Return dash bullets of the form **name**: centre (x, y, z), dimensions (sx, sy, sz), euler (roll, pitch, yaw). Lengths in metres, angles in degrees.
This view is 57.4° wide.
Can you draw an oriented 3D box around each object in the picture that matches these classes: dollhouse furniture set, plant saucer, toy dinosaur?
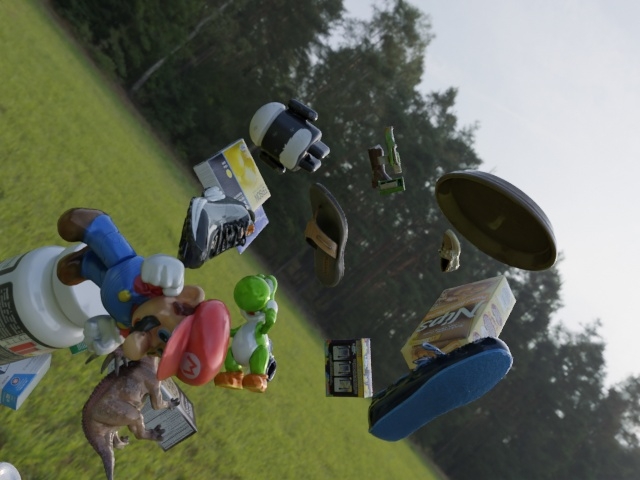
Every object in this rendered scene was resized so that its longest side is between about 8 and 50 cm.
- **dollhouse furniture set**: centre (0.146, -0.174, 1.301), dimensions (0.151, 0.059, 0.076), euler (69, 14, -44)
- **plant saucer**: centre (0.352, -0.044, 1.169), dimensions (0.278, 0.041, 0.278), euler (39, -14, 12)
- **toy dinosaur**: centre (-0.376, 0.281, 1.092), dimensions (0.127, 0.295, 0.200), euler (0, -37, 34)

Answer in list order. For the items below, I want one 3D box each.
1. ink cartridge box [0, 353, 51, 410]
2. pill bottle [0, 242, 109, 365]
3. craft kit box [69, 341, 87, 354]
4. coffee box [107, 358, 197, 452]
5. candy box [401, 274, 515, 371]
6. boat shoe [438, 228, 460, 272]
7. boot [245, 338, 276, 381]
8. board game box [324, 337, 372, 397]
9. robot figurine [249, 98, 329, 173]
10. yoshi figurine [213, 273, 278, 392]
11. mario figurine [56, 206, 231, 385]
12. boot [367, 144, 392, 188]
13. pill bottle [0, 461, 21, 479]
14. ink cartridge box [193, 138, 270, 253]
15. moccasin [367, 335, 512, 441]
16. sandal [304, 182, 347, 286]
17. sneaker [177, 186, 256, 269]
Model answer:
- **ink cartridge box**: centre (-0.805, 0.315, 1.470), dimensions (0.191, 0.139, 0.082), euler (28, -48, -6)
- **pill bottle**: centre (-0.585, 0.130, 1.191), dimensions (0.210, 0.363, 0.210), euler (-16, 90, -71)
- **craft kit box**: centre (-0.685, 0.154, 1.545), dimensions (0.247, 0.061, 0.249), euler (12, -59, 65)
- **coffee box**: centre (-0.507, 0.467, 1.770), dimensions (0.297, 0.119, 0.168), euler (60, -7, -23)
- **candy box**: centre (0.350, 0.209, 1.457), dimensions (0.183, 0.316, 0.087), euler (-21, -79, 38)
- **boat shoe**: centre (0.333, 0.032, 1.526), dimensions (0.050, 0.045, 0.135), euler (48, -22, 49)
- **boot**: centre (-0.174, 0.392, 1.914), dimensions (0.069, 0.086, 0.190), euler (55, 33, -30)
- **board game box**: centre (0.081, 0.380, 1.746), dimensions (0.141, 0.170, 0.048), euler (-9, -13, 35)
- **robot figurine**: centre (-0.107, -0.348, 1.992), dimensions (0.278, 0.209, 0.173), euler (35, -13, 2)
- **yoshi figurine**: centre (-0.218, 0.256, 1.740), dimensions (0.204, 0.362, 0.203), euler (16, -23, -17)
- **mario figurine**: centre (-0.260, 0.085, 0.787), dimensions (0.320, 0.170, 0.198), euler (33, -18, 25)
- **boot**: centre (0.162, -0.193, 1.513), dimensions (0.106, 0.037, 0.114), euler (3, -81, 53)
- **pill bottle**: centre (-0.822, 0.609, 1.393), dimensions (0.103, 0.184, 0.103), euler (63, 7, -14)
- **ink cartridge box**: centre (-0.260, -0.153, 1.911), dimensions (0.307, 0.072, 0.303), euler (62, 22, -14)
- **moccasin**: centre (0.219, 0.278, 1.186), dimensions (0.138, 0.342, 0.116), euler (43, 24, -29)
- **sandal**: centre (0.000, 0.000, 1.091), dimensions (0.090, 0.060, 0.219), euler (35, -44, 38)
- **sneaker**: centre (-0.169, -0.023, 0.983), dimensions (0.108, 0.100, 0.271), euler (18, 19, -3)
